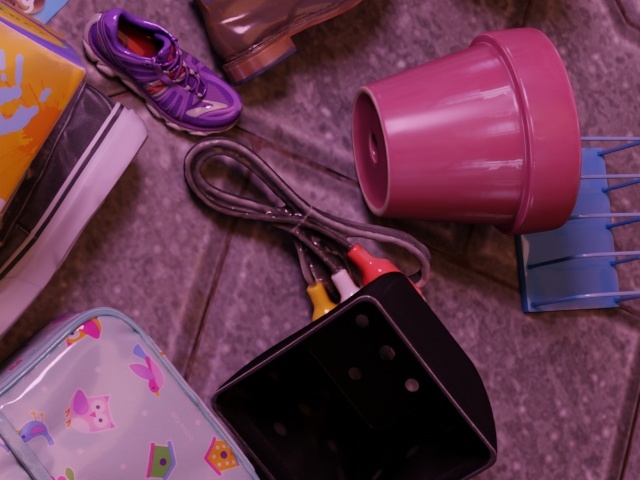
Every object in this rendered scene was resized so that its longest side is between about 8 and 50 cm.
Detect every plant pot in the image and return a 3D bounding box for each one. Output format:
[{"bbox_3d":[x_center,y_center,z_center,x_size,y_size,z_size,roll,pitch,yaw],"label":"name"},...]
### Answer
[{"bbox_3d":[0.046,0.135,1.724,0.188,0.187,0.167,52,24,-8],"label":"plant pot"},{"bbox_3d":[0.133,-0.097,1.848,0.180,0.201,0.201,-9,86,-14],"label":"plant pot"}]

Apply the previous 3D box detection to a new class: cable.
[{"bbox_3d":[0.000,0.000,1.801,0.139,0.072,0.287,-39,109,8],"label":"cable"}]

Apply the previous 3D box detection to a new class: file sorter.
[{"bbox_3d":[0.275,-0.019,1.952,0.118,0.104,0.170,-2,82,-29],"label":"file sorter"}]

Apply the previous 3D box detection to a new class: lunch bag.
[{"bbox_3d":[-0.190,0.217,1.659,0.224,0.108,0.279,-42,102,-27],"label":"lunch bag"}]

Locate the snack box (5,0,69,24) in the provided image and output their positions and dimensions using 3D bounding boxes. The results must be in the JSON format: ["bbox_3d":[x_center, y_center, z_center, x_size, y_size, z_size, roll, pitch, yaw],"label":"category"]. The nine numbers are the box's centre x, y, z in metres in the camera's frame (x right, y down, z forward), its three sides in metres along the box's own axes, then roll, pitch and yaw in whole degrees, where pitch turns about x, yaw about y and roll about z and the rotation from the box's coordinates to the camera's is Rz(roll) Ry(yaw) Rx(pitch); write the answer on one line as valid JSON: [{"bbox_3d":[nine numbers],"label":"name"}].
[{"bbox_3d":[-0.374,-0.264,1.587,0.322,0.060,0.187,48,63,-18],"label":"snack box"}]

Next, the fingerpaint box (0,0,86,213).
[{"bbox_3d":[-0.466,-0.100,1.449,0.444,0.163,0.371,29,97,-20],"label":"fingerpaint box"}]

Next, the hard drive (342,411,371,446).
[{"bbox_3d":[0.029,0.245,1.822,0.094,0.022,0.135,-35,99,-29],"label":"hard drive"}]

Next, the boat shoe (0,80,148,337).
[{"bbox_3d":[-0.279,-0.009,1.656,0.119,0.121,0.335,37,56,-10],"label":"boat shoe"}]

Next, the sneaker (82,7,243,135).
[{"bbox_3d":[-0.141,-0.155,1.766,0.170,0.071,0.068,31,69,-22],"label":"sneaker"}]

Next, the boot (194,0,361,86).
[{"bbox_3d":[-0.026,-0.250,1.838,0.219,0.082,0.106,-40,104,-26],"label":"boot"}]
